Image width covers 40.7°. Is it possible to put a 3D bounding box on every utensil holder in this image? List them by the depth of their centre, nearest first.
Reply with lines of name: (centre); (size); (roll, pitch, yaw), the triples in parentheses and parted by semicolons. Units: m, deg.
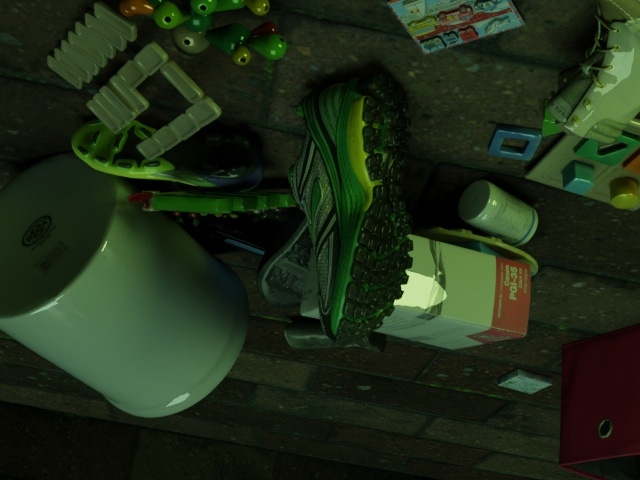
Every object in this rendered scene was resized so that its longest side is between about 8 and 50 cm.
utensil holder: (-0.355, 0.079, 1.461); (0.328, 0.327, 0.385); (-5, 147, 27)

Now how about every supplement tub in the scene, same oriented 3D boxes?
supplement tub: (0.267, -0.040, 1.297); (0.107, 0.071, 0.071); (25, 149, -28)

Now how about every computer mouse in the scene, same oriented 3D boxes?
computer mouse: (0.000, 0.000, 1.398); (0.188, 0.072, 0.272); (31, 115, -30)

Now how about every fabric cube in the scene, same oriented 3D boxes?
fabric cube: (0.651, 0.337, 1.706); (0.259, 0.258, 0.254); (23, 151, -25)

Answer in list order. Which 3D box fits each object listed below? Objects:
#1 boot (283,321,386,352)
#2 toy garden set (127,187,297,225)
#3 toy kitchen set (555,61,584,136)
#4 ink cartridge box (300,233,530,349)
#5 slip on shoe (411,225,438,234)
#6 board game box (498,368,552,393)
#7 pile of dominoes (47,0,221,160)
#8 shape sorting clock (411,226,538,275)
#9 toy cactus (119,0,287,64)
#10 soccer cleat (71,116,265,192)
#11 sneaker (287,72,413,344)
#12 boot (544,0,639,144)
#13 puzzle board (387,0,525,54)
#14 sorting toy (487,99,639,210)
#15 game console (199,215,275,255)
boot: (0.023, 0.191, 1.843); (0.208, 0.076, 0.189); (7, 152, 19)
toy garden set: (-0.177, -0.049, 1.308); (0.204, 0.049, 0.244); (5, -173, 26)
toy kitchen set: (0.334, -0.166, 1.020); (0.068, 0.075, 0.083); (27, 153, -33)
ink cartridge box: (0.139, 0.076, 1.299); (0.283, 0.117, 0.207); (15, 163, -20)
slip on shoe: (0.152, 0.010, 1.462); (0.135, 0.041, 0.051); (-13, 146, 37)
board game box: (0.475, 0.328, 2.006); (0.090, 0.020, 0.090); (17, 153, -14)
pile of dominoes: (-0.239, -0.208, 1.109); (0.196, 0.040, 0.251); (47, 150, -17)
shape sorting clock: (0.242, 0.020, 1.369); (0.206, 0.040, 0.206); (13, 169, 2)
toy cactus: (-0.145, -0.262, 0.991); (0.219, 0.112, 0.180); (13, 172, -12)
soccer cleat: (-0.225, -0.116, 1.284); (0.289, 0.093, 0.121); (7, 160, 5)
sneaker: (0.033, -0.037, 1.124); (0.146, 0.343, 0.134); (0, 176, 37)
boot: (0.297, -0.196, 0.914); (0.213, 0.077, 0.165); (23, 125, -33)
puzzle board: (0.153, -0.256, 0.975); (0.128, 0.011, 0.096); (-11, 147, 33)
sorting toy: (0.402, -0.095, 1.169); (0.348, 0.047, 0.196); (15, 153, -12)
game console: (-0.045, 0.040, 1.552); (0.361, 0.044, 0.213); (21, 162, -13)
